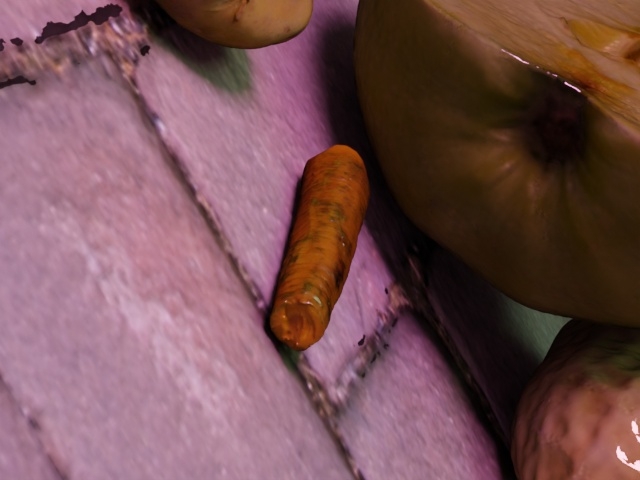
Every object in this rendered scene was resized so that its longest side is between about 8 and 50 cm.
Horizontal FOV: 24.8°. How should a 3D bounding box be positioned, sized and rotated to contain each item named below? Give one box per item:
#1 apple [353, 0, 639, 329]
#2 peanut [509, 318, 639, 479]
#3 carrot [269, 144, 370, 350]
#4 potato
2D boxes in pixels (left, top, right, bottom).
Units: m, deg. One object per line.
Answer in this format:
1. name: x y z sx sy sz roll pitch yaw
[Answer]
1. apple: 0.186 -0.092 0.950 0.360 0.320 0.312 -29 104 -59
2. peanut: 0.207 0.123 0.969 0.152 0.152 0.313 63 23 0
3. carrot: 0.000 0.000 0.777 0.042 0.042 0.171 55 24 -21
4. potato: -0.057 -0.149 0.774 0.138 0.070 0.092 35 30 -54
